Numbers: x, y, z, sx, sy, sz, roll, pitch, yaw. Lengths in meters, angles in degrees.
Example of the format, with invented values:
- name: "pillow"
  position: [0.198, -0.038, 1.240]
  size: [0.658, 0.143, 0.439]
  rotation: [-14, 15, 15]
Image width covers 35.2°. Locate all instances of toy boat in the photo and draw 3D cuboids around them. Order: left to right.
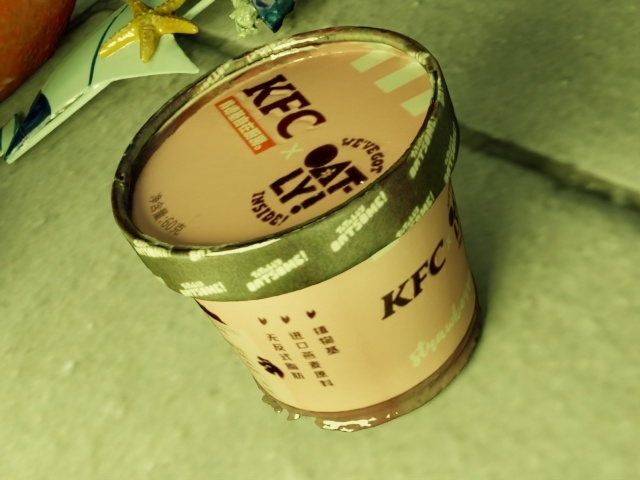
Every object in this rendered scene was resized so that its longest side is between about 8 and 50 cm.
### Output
- name: "toy boat"
  position: [-0.140, -0.149, 0.778]
  size: [0.291, 0.067, 0.220]
  rotation: [-42, 40, 0]

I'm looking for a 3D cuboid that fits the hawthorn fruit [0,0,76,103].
- name: "hawthorn fruit"
  position: [-0.272, -0.203, 0.815]
  size: [0.196, 0.197, 0.225]
  rotation: [13, 23, 38]

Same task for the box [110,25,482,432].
- name: "box"
  position: [0.000, 0.000, 0.464]
  size: [0.151, 0.135, 0.151]
  rotation: [-15, 38, 12]
